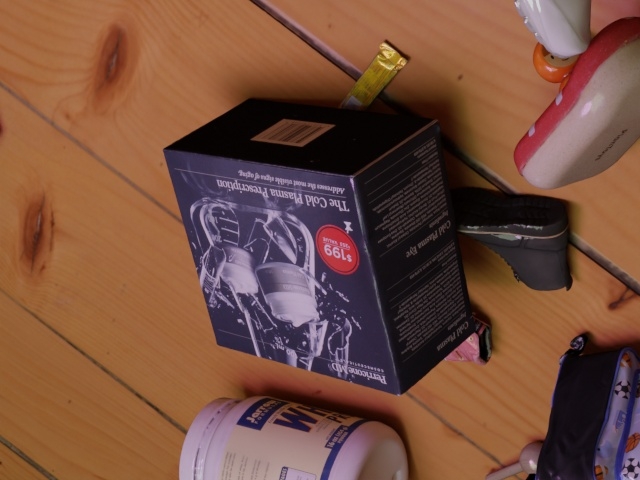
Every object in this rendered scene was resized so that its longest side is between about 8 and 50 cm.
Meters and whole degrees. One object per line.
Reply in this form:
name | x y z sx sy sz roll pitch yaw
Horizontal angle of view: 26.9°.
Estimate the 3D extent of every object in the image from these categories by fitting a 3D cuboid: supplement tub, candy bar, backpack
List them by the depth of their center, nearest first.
candy bar | 0.060 -0.197 1.738 0.040 0.018 0.161 41 141 1
backpack | 0.420 0.298 1.782 0.213 0.276 0.263 -4 138 40
supplement tub | -0.044 0.386 2.200 0.324 0.235 0.235 9 132 30

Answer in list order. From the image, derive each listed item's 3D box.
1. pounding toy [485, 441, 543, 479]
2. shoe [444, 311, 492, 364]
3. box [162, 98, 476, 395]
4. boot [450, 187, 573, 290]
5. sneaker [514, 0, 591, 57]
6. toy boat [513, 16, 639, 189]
pounding toy | 0.378 0.423 2.052 0.237 0.110 0.183 62 155 16
shoe | 0.193 0.108 1.900 0.081 0.063 0.178 9 138 28
box | 0.000 0.000 1.768 0.343 0.179 0.313 10 125 42
boot | 0.234 0.008 1.768 0.198 0.077 0.137 11 139 30
sneaker | 0.257 -0.331 1.361 0.129 0.111 0.297 2 112 24
toy boat | 0.296 -0.174 1.518 0.151 0.151 0.231 60 144 19
